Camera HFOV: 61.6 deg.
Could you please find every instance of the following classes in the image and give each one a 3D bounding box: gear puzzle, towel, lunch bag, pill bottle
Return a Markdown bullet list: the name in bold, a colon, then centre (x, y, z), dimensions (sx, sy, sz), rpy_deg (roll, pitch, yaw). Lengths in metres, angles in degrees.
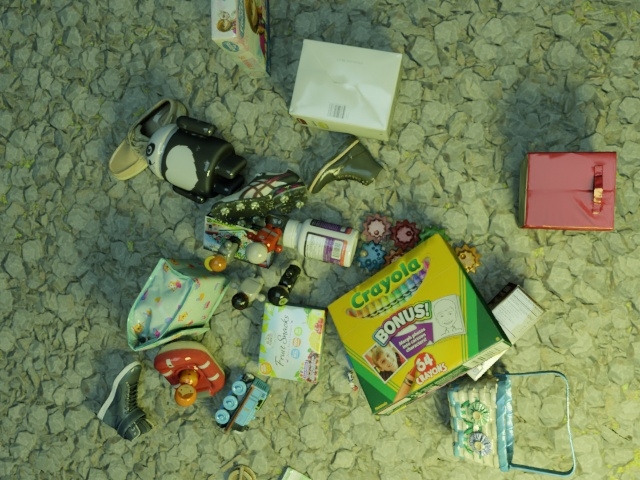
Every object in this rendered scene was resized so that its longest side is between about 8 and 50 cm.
- **gear puzzle**: centre (0.267, 0.037, 1.463), dimensions (0.339, 0.044, 0.175), rpy_deg (12, 92, 10)
- **towel**: centre (-0.053, 0.733, 1.534), dimensions (0.152, 0.023, 0.113), rpy_deg (28, 96, 9)
- **lunch bag**: centre (-0.398, 0.190, 1.492), dimensions (0.160, 0.223, 0.262), rpy_deg (31, 96, 16)
- **pill bottle**: centre (0.000, 0.000, 1.479), dimensions (0.193, 0.108, 0.108), rpy_deg (14, 93, 10)

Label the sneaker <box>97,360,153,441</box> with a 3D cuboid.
- **sneaker**: centre (-0.546, 0.481, 1.582), dimensions (0.163, 0.086, 0.226), rpy_deg (34, 106, 19)

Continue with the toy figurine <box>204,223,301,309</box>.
- **toy figurine**: centre (-0.179, 0.081, 1.447), dimensions (0.209, 0.148, 0.213), rpy_deg (-13, 115, 26)

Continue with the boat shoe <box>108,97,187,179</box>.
- **boat shoe**: centre (-0.523, -0.301, 1.576), dimensions (0.302, 0.098, 0.109), rpy_deg (-42, 83, 8)

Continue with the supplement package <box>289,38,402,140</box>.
- **supplement package**: centre (0.074, -0.400, 1.446), dimensions (0.262, 0.145, 0.204), rpy_deg (12, 92, 10)

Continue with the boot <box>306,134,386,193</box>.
- **boot**: centre (0.071, -0.174, 1.487), dimensions (0.137, 0.077, 0.198), rpy_deg (43, 98, 2)

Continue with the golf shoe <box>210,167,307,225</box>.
- **golf shoe**: centre (-0.176, -0.121, 1.489), dimensions (0.273, 0.105, 0.120), rpy_deg (-15, 57, -16)

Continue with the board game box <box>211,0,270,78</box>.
- **board game box**: centre (-0.203, -0.629, 1.408), dimensions (0.066, 0.318, 0.318), rpy_deg (-2, 91, 10)

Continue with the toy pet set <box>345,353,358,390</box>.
- **toy pet set**: centre (0.125, 0.355, 1.479), dimensions (0.122, 0.065, 0.114), rpy_deg (-21, 87, 9)

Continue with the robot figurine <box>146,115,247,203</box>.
- **robot figurine**: centre (-0.352, -0.221, 1.507), dimensions (0.278, 0.173, 0.209), rpy_deg (22, 88, 9)

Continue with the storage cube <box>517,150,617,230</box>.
- **storage cube**: centre (0.598, -0.118, 1.323), dimensions (0.193, 0.215, 0.183), rpy_deg (2, 91, 16)

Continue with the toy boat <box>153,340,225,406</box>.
- **toy boat**: centre (-0.366, 0.386, 1.481), dimensions (0.151, 0.151, 0.231), rpy_deg (-15, 130, 10)

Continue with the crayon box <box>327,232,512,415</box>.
- **crayon box**: centre (0.233, 0.213, 1.352), dimensions (0.363, 0.106, 0.313), rpy_deg (-36, 57, 17)

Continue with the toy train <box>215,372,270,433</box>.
- **toy train**: centre (-0.225, 0.471, 1.538), dimensions (0.105, 0.080, 0.184), rpy_deg (31, 95, 3)

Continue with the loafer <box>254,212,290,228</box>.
- **loafer**: centre (-0.160, -0.056, 1.536), dimensions (0.148, 0.050, 0.056), rpy_deg (-3, 89, 10)

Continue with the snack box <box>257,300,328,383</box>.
- **snack box**: centre (-0.078, 0.283, 1.513), dimensions (0.174, 0.070, 0.207), rpy_deg (7, 90, 10)

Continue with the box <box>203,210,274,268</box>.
- **box**: centre (-0.231, -0.001, 1.534), dimensions (0.207, 0.036, 0.114), rpy_deg (16, 120, 10)

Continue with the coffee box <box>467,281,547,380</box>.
- **coffee box**: centre (0.447, 0.230, 1.385), dimensions (0.098, 0.141, 0.246), rpy_deg (44, 96, 8)

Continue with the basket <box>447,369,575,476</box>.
- **basket**: centre (0.475, 0.456, 1.348), dimensions (0.289, 0.201, 0.255), rpy_deg (-6, 88, 20)

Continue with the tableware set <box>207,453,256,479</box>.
- **tableware set**: centre (-0.273, 0.735, 1.565), dimensions (0.194, 0.039, 0.128), rpy_deg (-39, 84, 8)
